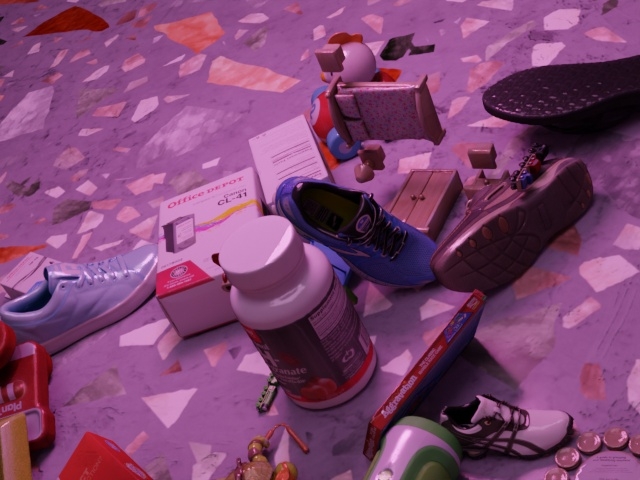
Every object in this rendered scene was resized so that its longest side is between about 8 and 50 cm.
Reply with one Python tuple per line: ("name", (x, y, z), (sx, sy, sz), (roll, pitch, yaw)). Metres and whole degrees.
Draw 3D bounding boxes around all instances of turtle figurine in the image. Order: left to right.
("turtle figurine", (-0.120, 0.397, 1.659), (0.217, 0.087, 0.270), (-23, 38, 6))

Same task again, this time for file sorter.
("file sorter", (0.000, 0.000, 1.988), (0.118, 0.104, 0.170), (16, 81, 42))

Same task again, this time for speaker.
("speaker", (0.095, 0.396, 1.498), (0.131, 0.131, 0.297), (5, 47, 35))

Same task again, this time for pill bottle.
("pill bottle", (-0.041, 0.115, 1.750), (0.176, 0.319, 0.176), (-17, 38, 14))

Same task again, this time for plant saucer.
("plant saucer", (-0.610, 0.416, 1.900), (0.188, 0.045, 0.188), (-19, 64, 10))

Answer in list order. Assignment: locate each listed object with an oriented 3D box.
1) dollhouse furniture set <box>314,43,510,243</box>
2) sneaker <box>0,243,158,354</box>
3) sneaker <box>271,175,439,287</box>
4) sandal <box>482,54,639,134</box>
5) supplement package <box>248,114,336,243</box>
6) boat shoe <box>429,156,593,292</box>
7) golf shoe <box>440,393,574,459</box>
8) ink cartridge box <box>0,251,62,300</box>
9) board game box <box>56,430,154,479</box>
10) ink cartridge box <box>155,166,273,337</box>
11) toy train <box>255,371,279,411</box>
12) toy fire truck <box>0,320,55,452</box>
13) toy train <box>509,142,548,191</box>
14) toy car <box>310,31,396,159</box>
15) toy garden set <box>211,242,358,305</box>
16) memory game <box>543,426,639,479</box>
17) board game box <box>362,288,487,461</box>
("dollhouse furniture set", (0.152, -0.171, 1.942), (0.303, 0.356, 0.174), (4, 48, 33))
("sneaker", (-0.483, 0.097, 2.175), (0.366, 0.150, 0.135), (-34, 39, -10))
("sneaker", (0.073, -0.010, 1.859), (0.130, 0.330, 0.147), (-66, 10, -6))
("sandal", (0.538, -0.268, 2.052), (0.445, 0.107, 0.168), (-8, 38, 4))
("supplement package", (-0.045, -0.121, 2.178), (0.133, 0.139, 0.244), (-25, 39, 4))
("boat shoe", (0.323, -0.029, 1.880), (0.355, 0.132, 0.130), (-32, 26, -22))
("golf shoe", (0.270, 0.271, 1.571), (0.198, 0.094, 0.077), (-11, 39, 17))
("ink cartridge box", (-0.627, 0.089, 2.343), (0.180, 0.060, 0.104), (14, 53, 41))
("board game box", (-0.331, 0.473, 1.650), (0.316, 0.064, 0.242), (25, 82, 47))
("ink cartridge box", (-0.201, 0.020, 2.114), (0.226, 0.131, 0.306), (-21, 39, 8))
("toy train", (-0.089, 0.263, 1.855), (0.023, 0.017, 0.083), (6, 47, 21))
("toy fire truck", (-0.651, 0.311, 2.034), (0.302, 0.169, 0.254), (-18, 58, 11))
("toy train", (0.366, -0.128, 1.858), (0.036, 0.027, 0.158), (4, 33, 29))
("toy car", (0.052, -0.343, 2.298), (0.210, 0.238, 0.219), (-24, 37, 4))
("toy garden set", (-0.083, 0.082, 1.882), (0.203, 0.244, 0.049), (-19, 45, 28))
("memory game", (0.401, 0.336, 1.481), (0.186, 0.012, 0.186), (-17, 38, 14))
("board game box", (0.163, 0.212, 1.666), (0.027, 0.145, 0.281), (34, 64, 18))
